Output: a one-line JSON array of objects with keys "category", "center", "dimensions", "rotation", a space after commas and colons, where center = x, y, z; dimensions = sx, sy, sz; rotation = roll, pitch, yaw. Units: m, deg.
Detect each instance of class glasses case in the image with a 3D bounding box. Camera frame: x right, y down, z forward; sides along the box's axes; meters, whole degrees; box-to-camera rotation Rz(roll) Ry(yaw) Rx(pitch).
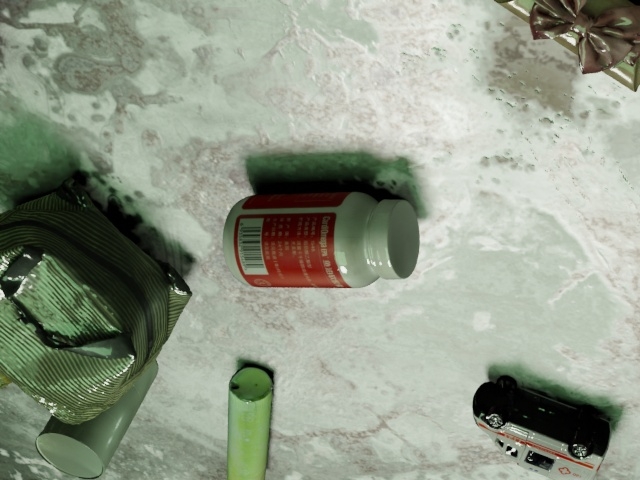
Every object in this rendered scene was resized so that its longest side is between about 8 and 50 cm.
[{"category": "glasses case", "center": [0.289, -0.238, 1.340], "dimensions": [0.194, 0.070, 0.102], "rotation": [32, 138, -6]}]

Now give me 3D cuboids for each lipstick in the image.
[{"category": "lipstick", "center": [-0.125, 0.331, 2.143], "dimensions": [0.076, 0.076, 0.304], "rotation": [18, 138, 10]}]

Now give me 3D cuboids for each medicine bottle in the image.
[{"category": "medicine bottle", "center": [0.000, 0.000, 1.692], "dimensions": [0.250, 0.131, 0.131], "rotation": [0, 132, 28]}]

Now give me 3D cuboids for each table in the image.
[{"category": "table", "center": [-0.374, 0.278, 2.109], "dimensions": [0.126, 0.220, 0.126], "rotation": [13, 137, 13]}]

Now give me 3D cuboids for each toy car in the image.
[{"category": "toy car", "center": [0.318, 0.285, 1.842], "dimensions": [0.210, 0.089, 0.108], "rotation": [20, 132, 6]}]

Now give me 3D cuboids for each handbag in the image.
[{"category": "handbag", "center": [-0.377, 0.089, 1.894], "dimensions": [0.341, 0.247, 0.240], "rotation": [44, 135, -10]}]

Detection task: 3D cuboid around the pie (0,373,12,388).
[{"category": "pie", "center": [-0.723, 0.175, 2.279], "dimensions": [0.355, 0.103, 0.288], "rotation": [39, 144, -16]}]
